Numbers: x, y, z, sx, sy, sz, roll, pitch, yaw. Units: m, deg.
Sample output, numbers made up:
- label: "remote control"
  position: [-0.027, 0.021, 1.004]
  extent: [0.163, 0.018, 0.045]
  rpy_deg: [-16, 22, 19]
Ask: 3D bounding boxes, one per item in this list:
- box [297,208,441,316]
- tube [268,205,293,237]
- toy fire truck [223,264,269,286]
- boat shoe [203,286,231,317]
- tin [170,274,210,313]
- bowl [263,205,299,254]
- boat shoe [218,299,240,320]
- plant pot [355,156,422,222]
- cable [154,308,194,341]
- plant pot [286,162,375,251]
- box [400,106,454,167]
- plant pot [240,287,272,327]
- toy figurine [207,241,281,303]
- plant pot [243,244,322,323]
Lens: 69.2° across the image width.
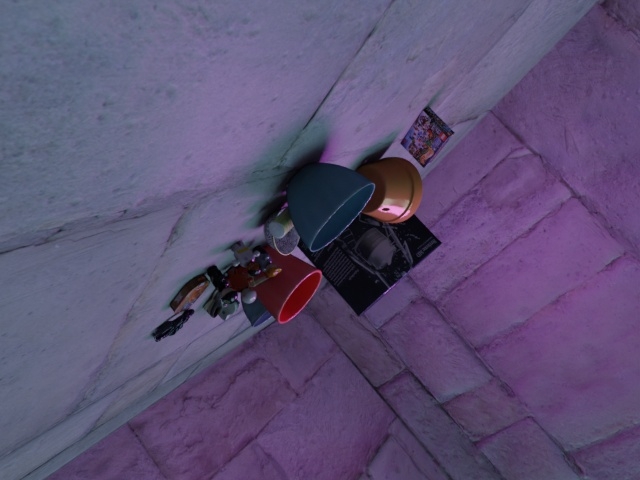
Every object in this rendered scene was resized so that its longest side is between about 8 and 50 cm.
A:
- label: "box"
  position: [0.231, 0.018, 2.246]
  extent: [0.479, 0.472, 0.297]
  rpy_deg: [-35, 169, -34]
- label: "tube"
  position: [-0.095, -0.090, 1.576]
  extent: [0.070, 0.062, 0.240]
  rpy_deg: [-46, -177, 36]
- label: "toy fire truck"
  position: [-0.274, 0.130, 1.795]
  extent: [0.192, 0.135, 0.047]
  rpy_deg: [-43, 170, 14]
- label: "boat shoe"
  position: [-0.417, 0.249, 1.957]
  extent: [0.223, 0.073, 0.080]
  rpy_deg: [-47, 168, 35]
- label: "tin"
  position: [-0.463, 0.190, 1.639]
  extent: [0.190, 0.040, 0.106]
  rpy_deg: [-47, 173, 30]
- label: "bowl"
  position: [-0.147, -0.036, 1.628]
  extent: [0.080, 0.170, 0.170]
  rpy_deg: [4, -164, 30]
- label: "boat shoe"
  position: [-0.430, 0.311, 2.213]
  extent: [0.081, 0.079, 0.227]
  rpy_deg: [-45, 179, -35]
- label: "plant pot"
  position: [0.258, -0.217, 1.977]
  extent: [0.203, 0.291, 0.291]
  rpy_deg: [-4, 145, -47]
- label: "cable"
  position: [-0.574, 0.339, 1.840]
  extent: [0.184, 0.047, 0.150]
  rpy_deg: [-39, 170, -16]
- label: "plant pot"
  position: [0.004, -0.134, 1.484]
  extent: [0.290, 0.195, 0.290]
  rpy_deg: [-43, 167, -12]
- label: "box"
  position: [0.457, -0.441, 2.004]
  extent: [0.044, 0.159, 0.233]
  rpy_deg: [-36, 169, -27]
- label: "plant pot"
  position: [-0.257, 0.235, 2.152]
  extent: [0.293, 0.196, 0.293]
  rpy_deg: [-40, 170, -9]
- label: "toy figurine"
  position: [-0.269, 0.122, 1.657]
  extent: [0.209, 0.148, 0.213]
  rpy_deg: [-42, 159, 10]
- label: "plant pot"
  position: [-0.170, 0.164, 1.911]
  extent: [0.275, 0.243, 0.275]
  rpy_deg: [-46, 160, -22]
